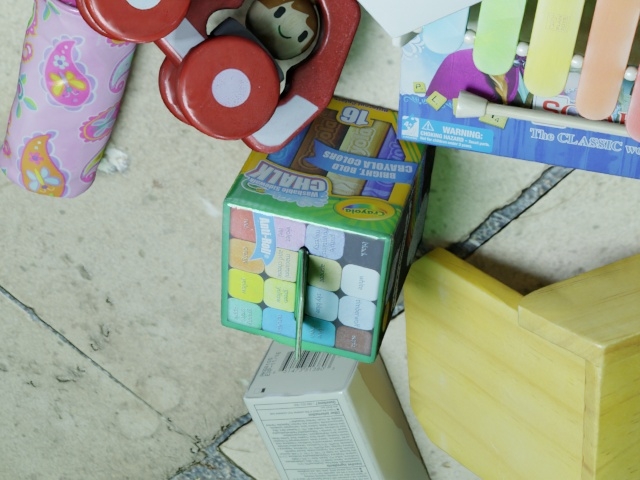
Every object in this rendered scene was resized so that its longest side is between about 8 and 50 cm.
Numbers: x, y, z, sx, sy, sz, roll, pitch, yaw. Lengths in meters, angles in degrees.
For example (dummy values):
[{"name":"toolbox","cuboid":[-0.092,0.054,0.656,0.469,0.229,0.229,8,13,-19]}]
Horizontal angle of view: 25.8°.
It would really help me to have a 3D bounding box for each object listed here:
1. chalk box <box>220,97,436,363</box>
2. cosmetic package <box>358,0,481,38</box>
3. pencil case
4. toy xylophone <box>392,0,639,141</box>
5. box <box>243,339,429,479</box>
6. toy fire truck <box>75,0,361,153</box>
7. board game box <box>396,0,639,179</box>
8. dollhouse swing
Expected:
[{"name":"chalk box","cuboid":[0.000,0.000,1.473,0.179,0.289,0.180,14,129,10]},{"name":"cosmetic package","cuboid":[0.162,-0.333,1.075,0.385,0.156,0.217,-18,143,25]},{"name":"pencil case","cuboid":[-0.280,-0.182,1.559,0.124,0.124,0.284,24,129,2]},{"name":"toy xylophone","cuboid":[0.227,-0.186,1.296,0.323,0.081,0.236,8,128,15]},{"name":"box","cuboid":[0.034,0.275,1.779,0.148,0.121,0.311,-6,123,24]},{"name":"toy fire truck","cuboid":[-0.086,-0.250,1.377,0.254,0.169,0.302,-44,105,-3]},{"name":"board game box","cuboid":[0.239,-0.220,1.363,0.319,0.066,0.318,10,128,13]},{"name":"dollhouse swing","cuboid":[0.306,0.146,1.622,0.315,0.305,0.346,-19,127,-17]}]
